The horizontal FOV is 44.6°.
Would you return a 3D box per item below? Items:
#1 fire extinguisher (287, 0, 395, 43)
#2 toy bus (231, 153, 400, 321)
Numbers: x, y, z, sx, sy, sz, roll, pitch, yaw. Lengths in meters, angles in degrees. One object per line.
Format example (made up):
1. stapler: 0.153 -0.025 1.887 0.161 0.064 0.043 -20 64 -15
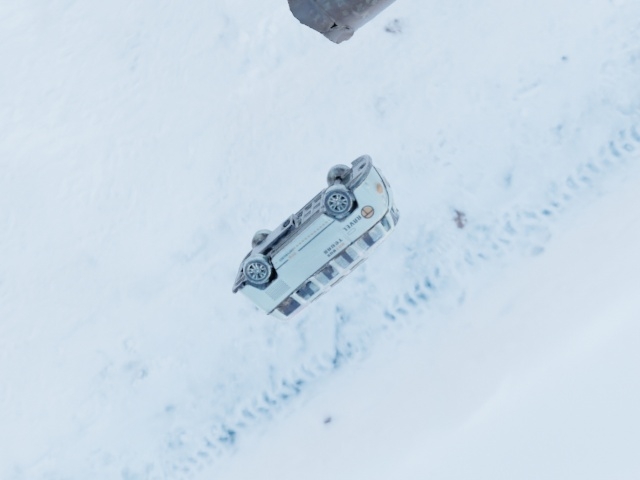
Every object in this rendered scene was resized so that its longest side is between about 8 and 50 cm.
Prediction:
1. fire extinguisher: 0.082 -0.224 0.495 0.268 0.089 0.072 -30 104 36
2. toy bus: 0.000 0.000 0.808 0.194 0.087 0.089 -41 106 18
